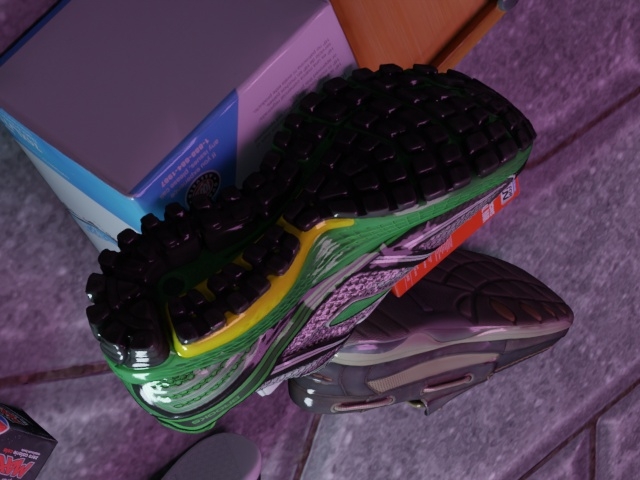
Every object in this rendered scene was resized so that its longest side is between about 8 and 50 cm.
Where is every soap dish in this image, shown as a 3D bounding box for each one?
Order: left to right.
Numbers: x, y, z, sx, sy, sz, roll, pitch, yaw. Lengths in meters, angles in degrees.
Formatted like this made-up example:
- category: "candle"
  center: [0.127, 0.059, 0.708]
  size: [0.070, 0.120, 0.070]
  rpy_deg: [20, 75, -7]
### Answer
- category: "soap dish"
  center: [0.038, -0.229, 1.344]
  size: [0.229, 0.118, 0.291]
  rpy_deg: [-46, 144, -13]

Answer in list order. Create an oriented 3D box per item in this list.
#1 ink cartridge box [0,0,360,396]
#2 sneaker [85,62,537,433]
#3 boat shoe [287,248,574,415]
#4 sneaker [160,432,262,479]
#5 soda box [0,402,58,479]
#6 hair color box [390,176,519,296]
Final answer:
- category: "ink cartridge box"
  center: [-0.079, -0.061, 1.270]
  size: [0.198, 0.197, 0.270]
  rpy_deg: [-46, 142, -14]
- category: "sneaker"
  center: [0.000, 0.000, 1.152]
  size: [0.343, 0.134, 0.146]
  rpy_deg: [-32, 144, -16]
- category: "boat shoe"
  center: [0.101, 0.097, 1.680]
  size: [0.355, 0.132, 0.130]
  rpy_deg: [-2, 129, -38]
- category: "sneaker"
  center: [-0.154, 0.319, 1.554]
  size: [0.296, 0.104, 0.147]
  rpy_deg: [-38, 136, -29]
- category: "soda box"
  center: [-0.286, 0.152, 1.320]
  size: [0.060, 0.053, 0.169]
  rpy_deg: [-58, 145, 3]
- category: "hair color box"
  center: [0.096, -0.032, 1.583]
  size: [0.167, 0.093, 0.053]
  rpy_deg: [-40, 142, -21]
